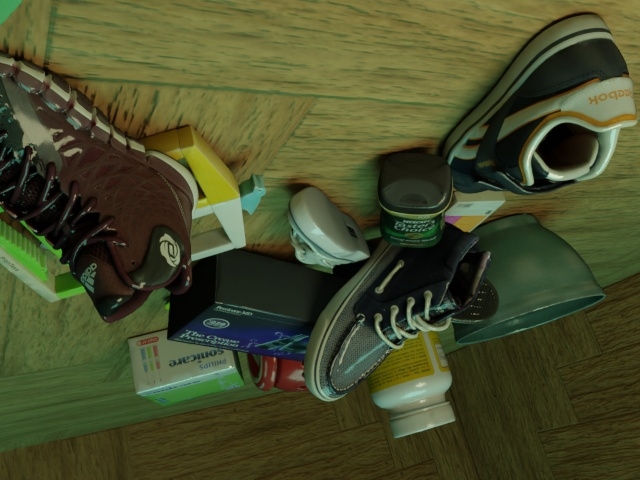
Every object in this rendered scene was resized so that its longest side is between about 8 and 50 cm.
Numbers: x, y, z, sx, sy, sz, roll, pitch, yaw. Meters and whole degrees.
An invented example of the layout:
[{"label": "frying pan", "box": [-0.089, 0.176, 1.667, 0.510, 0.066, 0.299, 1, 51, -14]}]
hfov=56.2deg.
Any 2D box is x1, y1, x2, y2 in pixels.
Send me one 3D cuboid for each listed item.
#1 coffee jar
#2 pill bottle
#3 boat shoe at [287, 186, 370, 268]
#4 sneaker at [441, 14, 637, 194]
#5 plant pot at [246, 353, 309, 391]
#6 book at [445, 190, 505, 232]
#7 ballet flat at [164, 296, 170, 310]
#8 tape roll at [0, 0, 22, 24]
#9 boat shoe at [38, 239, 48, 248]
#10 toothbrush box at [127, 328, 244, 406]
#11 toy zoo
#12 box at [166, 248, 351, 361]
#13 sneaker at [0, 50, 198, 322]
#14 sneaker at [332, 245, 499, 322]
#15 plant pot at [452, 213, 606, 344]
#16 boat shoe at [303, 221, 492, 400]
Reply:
[{"label": "coffee jar", "box": [0.126, -0.051, 0.813, 0.096, 0.079, 0.184, 4, 163, 9]}, {"label": "pill bottle", "box": [0.184, 0.262, 1.364, 0.188, 0.334, 0.188, -14, 161, -5]}, {"label": "boat shoe", "box": [0.000, 0.000, 0.846, 0.084, 0.095, 0.258, -25, 158, 13]}, {"label": "sneaker", "box": [0.237, -0.105, 0.703, 0.126, 0.127, 0.321, -13, 162, -12]}, {"label": "plant pot", "box": [-0.070, 0.251, 1.353, 0.174, 0.191, 0.191, -3, 158, -21]}, {"label": "book", "box": [0.231, -0.041, 1.019, 0.096, 0.035, 0.144, -4, 157, -24]}, {"label": "ballet flat", "box": [-0.166, 0.129, 1.101, 0.231, 0.077, 0.077, -3, 158, -33]}, {"label": "tape roll", "box": [-0.257, -0.169, 0.190, 0.321, 0.077, 0.321, -14, 162, -5]}, {"label": "boat shoe", "box": [-0.283, 0.004, 0.718, 0.100, 0.035, 0.035, -6, 159, -28]}, {"label": "toothbrush box", "box": [-0.292, 0.280, 1.356, 0.206, 0.122, 0.283, -13, 162, -7]}, {"label": "toy zoo", "box": [-0.203, -0.024, 0.648, 0.293, 0.030, 0.192, -17, 148, 1]}, {"label": "box", "box": [-0.094, 0.114, 0.990, 0.261, 0.103, 0.184, 16, 144, -31]}, {"label": "sneaker", "box": [-0.196, -0.026, 0.462, 0.106, 0.162, 0.281, -33, 145, 26]}, {"label": "sneaker", "box": [0.168, 0.097, 1.118, 0.295, 0.124, 0.178, 15, 167, 6]}, {"label": "plant pot", "box": [0.379, 0.069, 1.192, 0.293, 0.196, 0.293, -14, 161, -5]}, {"label": "boat shoe", "box": [0.117, 0.107, 0.900, 0.127, 0.340, 0.158, 42, 165, -34]}]
